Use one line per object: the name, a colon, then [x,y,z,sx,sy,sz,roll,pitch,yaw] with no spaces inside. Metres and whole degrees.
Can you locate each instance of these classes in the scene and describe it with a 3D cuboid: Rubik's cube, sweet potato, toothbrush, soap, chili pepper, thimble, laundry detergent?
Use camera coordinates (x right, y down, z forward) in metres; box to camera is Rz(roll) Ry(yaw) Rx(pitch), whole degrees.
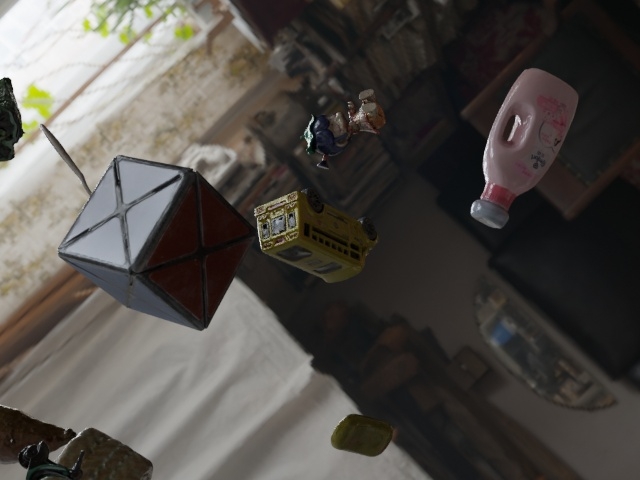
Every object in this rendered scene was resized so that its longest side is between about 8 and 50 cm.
Rubik's cube: [-0.329,0.000,1.895,0.260,0.254,0.259,13,155,35]
sweet potato: [-0.649,0.388,1.880,0.131,0.337,0.131,-4,-90,-85]
toothbrush: [-0.568,-0.170,2.157,0.307,0.029,0.025,49,177,20]
soap: [0.084,0.398,1.903,0.140,0.089,0.045,21,-159,-32]
chili pepper: [-0.472,-0.199,1.383,0.059,0.088,0.227,20,-157,-26]
thimble: [-0.393,0.434,1.595,0.148,0.196,0.229,33,158,6]
laundry detergent: [0.418,-0.188,1.956,0.159,0.335,0.088,28,175,-14]

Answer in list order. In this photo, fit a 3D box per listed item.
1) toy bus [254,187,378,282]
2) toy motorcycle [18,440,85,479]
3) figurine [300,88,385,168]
toy bus: [0.000,0.000,2.151,0.331,0.145,0.151,26,-129,-49]
toy motorcycle: [-0.412,0.384,1.387,0.058,0.100,0.173,100,173,-59]
figurine: [0.050,-0.240,2.019,0.102,0.195,0.111,50,-152,-46]
